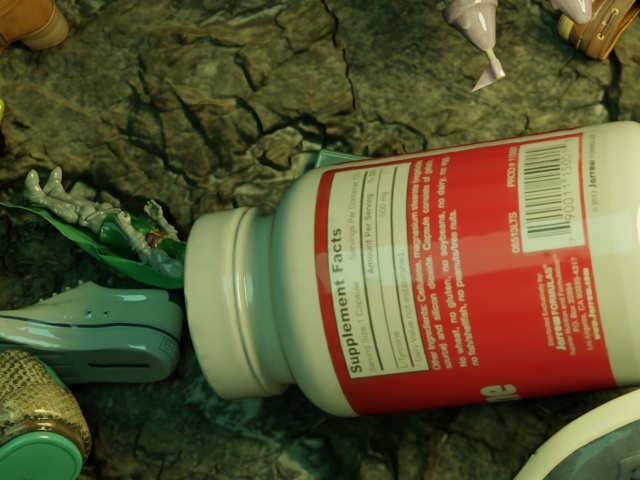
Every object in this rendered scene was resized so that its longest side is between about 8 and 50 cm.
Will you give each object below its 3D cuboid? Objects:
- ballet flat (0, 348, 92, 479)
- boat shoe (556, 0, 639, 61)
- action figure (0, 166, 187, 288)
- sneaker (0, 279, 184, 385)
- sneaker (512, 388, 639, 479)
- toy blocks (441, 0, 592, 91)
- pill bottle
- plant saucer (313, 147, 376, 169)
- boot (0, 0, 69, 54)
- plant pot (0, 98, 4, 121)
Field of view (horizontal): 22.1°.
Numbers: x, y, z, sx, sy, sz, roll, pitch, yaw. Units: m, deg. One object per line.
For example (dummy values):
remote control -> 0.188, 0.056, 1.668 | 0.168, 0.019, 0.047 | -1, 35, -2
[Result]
ballet flat -> -0.424, 0.288, 1.578 | 0.483, 0.164, 0.182 | -43, 44, 4
boat shoe -> 0.306, -0.244, 1.562 | 0.178, 0.064, 0.060 | -46, 69, 6
action figure -> -0.186, -0.004, 1.619 | 0.232, 0.137, 0.063 | 27, 106, 15
sneaker -> -0.251, 0.089, 1.628 | 0.258, 0.094, 0.091 | 3, 51, 17
sneaker -> 0.208, 0.267, 1.380 | 0.350, 0.131, 0.148 | -42, 62, 12
toy blocks -> 0.213, -0.317, 1.516 | 0.288, 0.309, 0.260 | -30, 76, 22
pill bottle -> 0.099, 0.034, 1.436 | 0.407, 0.229, 0.229 | -8, 69, 15
plant saucer -> 0.000, 0.000, 1.602 | 0.067, 0.018, 0.192 | 12, 75, 22
boot -> -0.381, -0.234, 1.738 | 0.197, 0.152, 0.073 | -22, 66, 10
plant pot -> -0.471, -0.102, 1.685 | 0.228, 0.207, 0.227 | 17, 83, 24
